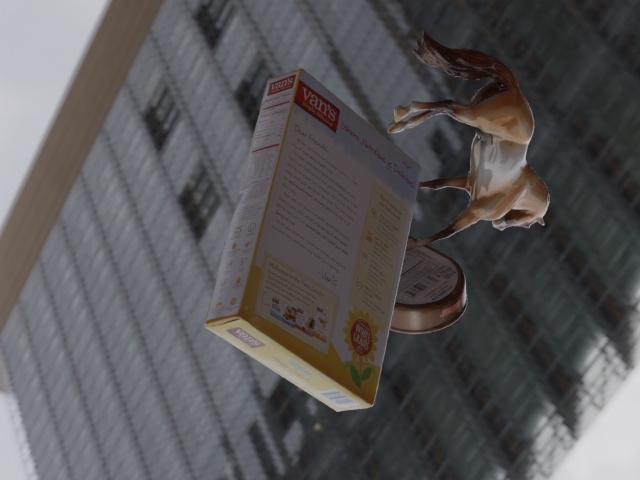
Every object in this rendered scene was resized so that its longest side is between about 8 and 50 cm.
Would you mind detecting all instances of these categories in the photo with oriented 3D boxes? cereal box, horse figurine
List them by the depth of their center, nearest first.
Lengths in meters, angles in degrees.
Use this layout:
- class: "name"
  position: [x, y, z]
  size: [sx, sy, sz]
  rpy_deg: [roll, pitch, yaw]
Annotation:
- class: "cereal box"
  position: [0.000, 0.000, 1.279]
  size: [0.173, 0.047, 0.240]
  rpy_deg: [37, -127, -37]
- class: "horse figurine"
  position: [0.156, -0.092, 1.544]
  size: [0.174, 0.263, 0.066]
  rpy_deg: [-12, -142, -8]

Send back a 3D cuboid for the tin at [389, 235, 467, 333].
- class: "tin"
  position: [0.070, 0.034, 1.602]
  size: [0.106, 0.040, 0.189]
  rpy_deg: [-29, -138, -35]
